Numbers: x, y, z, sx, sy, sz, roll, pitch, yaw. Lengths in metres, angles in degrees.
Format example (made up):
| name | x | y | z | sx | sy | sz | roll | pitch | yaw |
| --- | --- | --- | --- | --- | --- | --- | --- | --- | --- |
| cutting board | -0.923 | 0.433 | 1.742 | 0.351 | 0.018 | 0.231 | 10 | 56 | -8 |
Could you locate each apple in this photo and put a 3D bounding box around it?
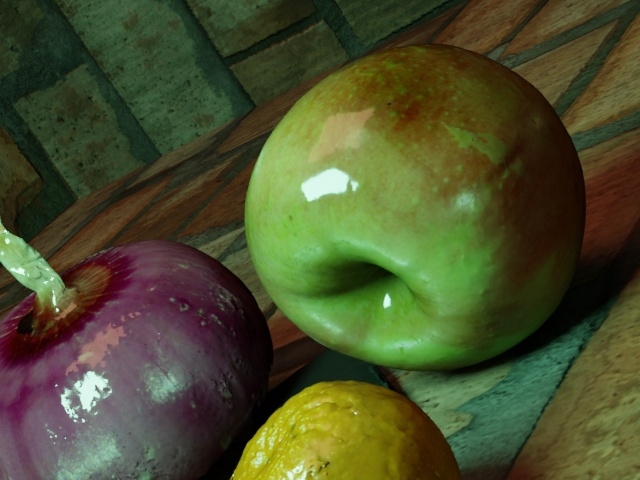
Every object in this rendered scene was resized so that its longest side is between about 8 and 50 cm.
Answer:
| name | x | y | z | sx | sy | sz | roll | pitch | yaw |
| --- | --- | --- | --- | --- | --- | --- | --- | --- | --- |
| apple | 0.095 | -0.037 | 1.645 | 0.319 | 0.319 | 0.277 | -22 | 35 | 44 |

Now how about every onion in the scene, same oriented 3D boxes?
| name | x | y | z | sx | sy | sz | roll | pitch | yaw |
| --- | --- | --- | --- | --- | --- | --- | --- | --- | --- |
| onion | -0.237 | 0.148 | 1.870 | 0.358 | 0.345 | 0.358 | -26 | 50 | 36 |

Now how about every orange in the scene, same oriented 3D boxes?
| name | x | y | z | sx | sy | sz | roll | pitch | yaw |
| --- | --- | --- | --- | --- | --- | --- | --- | --- | --- |
| orange | 0.020 | 0.200 | 1.341 | 0.193 | 0.161 | 0.193 | -40 | 20 | 17 |

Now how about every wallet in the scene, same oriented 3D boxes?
| name | x | y | z | sx | sy | sz | roll | pitch | yaw |
| --- | --- | --- | --- | --- | --- | --- | --- | --- | --- |
| wallet | 0.002 | 0.172 | 1.777 | 0.146 | 0.030 | 0.285 | -38 | 14 | -1 |
